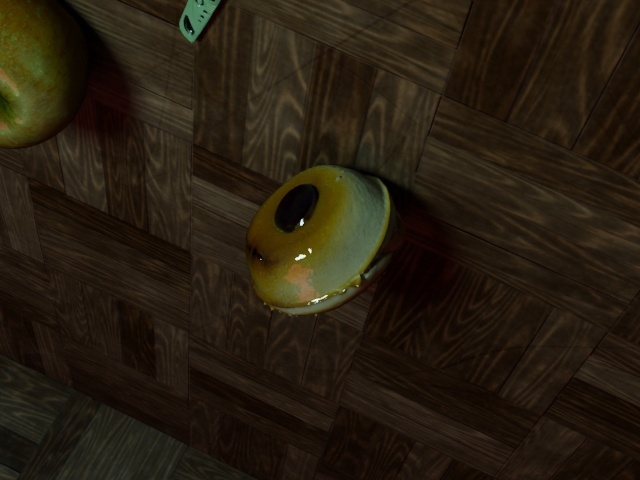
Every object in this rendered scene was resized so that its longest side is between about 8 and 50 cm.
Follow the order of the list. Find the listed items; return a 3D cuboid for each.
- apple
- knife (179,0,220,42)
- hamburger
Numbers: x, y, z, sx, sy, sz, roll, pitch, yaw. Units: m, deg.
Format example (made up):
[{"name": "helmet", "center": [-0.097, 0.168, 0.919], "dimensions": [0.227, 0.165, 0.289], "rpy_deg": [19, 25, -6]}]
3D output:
[{"name": "apple", "center": [-0.427, -0.247, 1.501], "dimensions": [0.237, 0.207, 0.237], "rpy_deg": [6, 137, 6]}, {"name": "knife", "center": [-0.122, -0.316, 1.291], "dimensions": [0.043, 0.020, 0.293], "rpy_deg": [31, 151, -8]}, {"name": "hamburger", "center": [0.001, 0.003, 1.468], "dimensions": [0.237, 0.237, 0.147], "rpy_deg": [-4, 140, 43]}]
